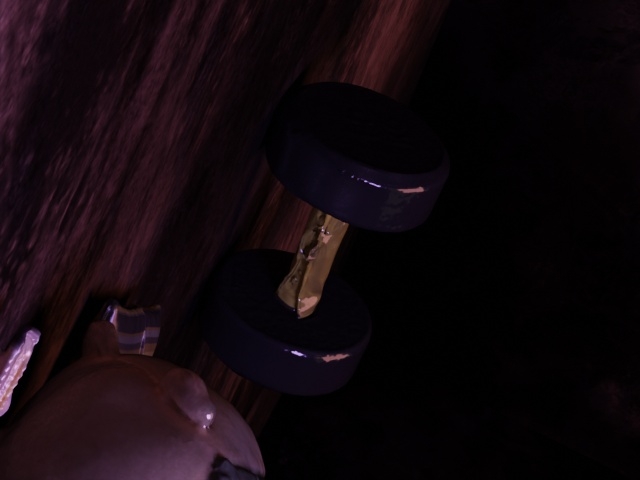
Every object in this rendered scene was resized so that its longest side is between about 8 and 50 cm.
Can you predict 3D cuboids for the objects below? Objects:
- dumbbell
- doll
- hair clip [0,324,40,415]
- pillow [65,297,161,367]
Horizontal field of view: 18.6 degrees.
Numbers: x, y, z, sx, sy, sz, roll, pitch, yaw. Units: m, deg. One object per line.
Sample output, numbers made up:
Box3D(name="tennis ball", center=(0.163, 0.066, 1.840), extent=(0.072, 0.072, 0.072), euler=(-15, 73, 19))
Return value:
Box3D(name="dumbbell", center=(0.000, 0.000, 2.243), extent=(0.322, 0.204, 0.204), euler=(-66, 175, 31))
Box3D(name="doll", center=(-0.193, 0.241, 1.440), extent=(0.349, 0.247, 0.247), euler=(-57, 174, -7))
Box3D(name="hair clip", center=(-0.250, 0.152, 1.311), extent=(0.062, 0.056, 0.214), euler=(53, 53, -67))
Box3D(name="pillow", center=(-0.205, 0.149, 1.719), extent=(0.212, 0.052, 0.208), euler=(-65, 172, 1))
